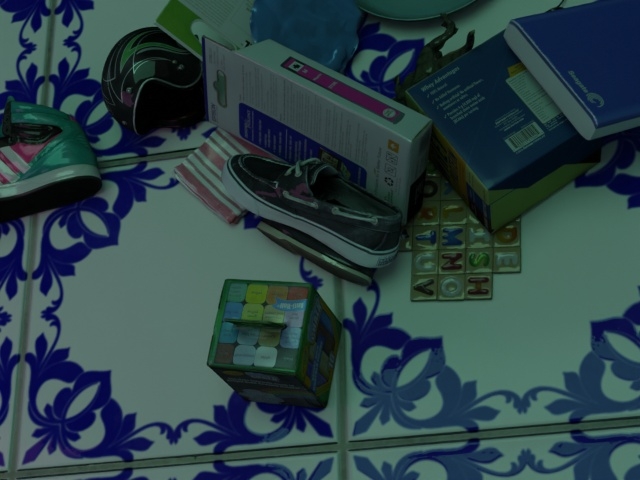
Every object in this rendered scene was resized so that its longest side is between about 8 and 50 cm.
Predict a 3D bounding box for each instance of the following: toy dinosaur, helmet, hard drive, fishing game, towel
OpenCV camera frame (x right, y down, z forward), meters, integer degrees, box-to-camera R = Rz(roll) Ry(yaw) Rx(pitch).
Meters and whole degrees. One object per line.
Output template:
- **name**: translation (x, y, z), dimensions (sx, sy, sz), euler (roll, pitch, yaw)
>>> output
- **toy dinosaur**: translation (0.167, -0.266, 1.910), dimensions (0.064, 0.268, 0.118), euler (35, 50, -14)
- **helmet**: translation (-0.264, -0.252, 2.013), dimensions (0.161, 0.169, 0.170), euler (-7, 63, -5)
- **hard drive**: translation (0.442, -0.257, 1.797), dimensions (0.318, 0.040, 0.210), euler (-16, 58, -28)
- **fishing game**: translation (-0.024, -0.338, 1.986), dimensions (0.189, 0.041, 0.264), euler (5, 93, -22)
- **towel**: translation (-0.119, -0.132, 1.991), dimensions (0.144, 0.029, 0.197), euler (40, 81, 26)

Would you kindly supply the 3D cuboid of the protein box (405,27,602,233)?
- **protein box**: translation (0.262, -0.162, 1.826), dimensions (0.199, 0.136, 0.201), euler (-32, 63, -7)

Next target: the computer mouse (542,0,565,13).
- **computer mouse**: translation (0.381, -0.395, 1.967), dimensions (0.071, 0.041, 0.242), euler (26, 76, 23)

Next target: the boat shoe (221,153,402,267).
- **boat shoe**: translation (-0.013, -0.070, 1.842), dimensions (0.301, 0.102, 0.108), euler (31, 40, 26)

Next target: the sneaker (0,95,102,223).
- **sneaker**: translation (-0.504, -0.136, 2.043), dimensions (0.295, 0.124, 0.179), euler (-13, 68, 1)

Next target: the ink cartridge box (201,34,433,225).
- **ink cartridge box**: translation (-0.011, -0.174, 1.872), dimensions (0.370, 0.176, 0.069), euler (27, 54, 20)

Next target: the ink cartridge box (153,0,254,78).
- **ink cartridge box**: translation (-0.130, -0.381, 2.019), dimensions (0.188, 0.097, 0.255), euler (37, 78, -15)

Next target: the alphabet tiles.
- **alphabet tiles**: translation (0.193, -0.023, 1.866), dimensions (0.198, 0.009, 0.237), euler (-2, 65, 14)

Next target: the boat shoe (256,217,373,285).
- **boat shoe**: translation (0.000, 0.000, 1.872), dimensions (0.206, 0.075, 0.065), euler (27, 78, 29)

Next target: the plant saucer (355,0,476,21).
- **plant saucer**: translation (0.166, -0.479, 2.065), dimensions (0.317, 0.044, 0.318), euler (-6, 65, 13)

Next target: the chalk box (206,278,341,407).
- **chalk box**: translation (-0.067, 0.133, 1.750), dimensions (0.132, 0.213, 0.132), euler (4, 67, 17)
